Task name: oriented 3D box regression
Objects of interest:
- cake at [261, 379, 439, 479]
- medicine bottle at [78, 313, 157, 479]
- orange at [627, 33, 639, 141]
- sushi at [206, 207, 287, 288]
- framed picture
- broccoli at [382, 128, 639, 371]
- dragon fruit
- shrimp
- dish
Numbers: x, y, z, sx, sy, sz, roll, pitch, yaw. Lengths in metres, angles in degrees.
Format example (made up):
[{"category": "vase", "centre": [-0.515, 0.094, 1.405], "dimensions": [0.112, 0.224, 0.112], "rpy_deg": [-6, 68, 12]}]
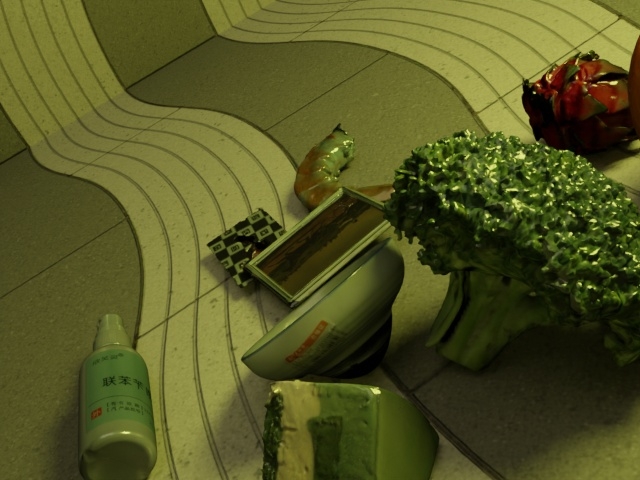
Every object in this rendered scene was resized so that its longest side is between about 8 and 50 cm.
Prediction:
[{"category": "cake", "centre": [0.001, 0.284, 0.773], "dimensions": [0.158, 0.172, 0.283], "rpy_deg": [-6, 41, 34]}, {"category": "medicine bottle", "centre": [-0.331, 0.232, 1.135], "dimensions": [0.110, 0.110, 0.352], "rpy_deg": [-29, 32, -1]}, {"category": "orange", "centre": [0.587, -0.182, 0.845], "dimensions": [0.424, 0.326, 0.424], "rpy_deg": [-5, 47, 6]}, {"category": "sushi", "centre": [-0.125, 0.019, 1.354], "dimensions": [0.139, 0.031, 0.201], "rpy_deg": [-34, 36, -10]}, {"category": "framed picture", "centre": [0.000, 0.000, 1.226], "dimensions": [0.252, 0.014, 0.197], "rpy_deg": [-40, 33, -13]}, {"category": "broccoli", "centre": [0.256, 0.011, 0.872], "dimensions": [0.375, 0.302, 0.249], "rpy_deg": [28, 60, 9]}, {"category": "dragon fruit", "centre": [0.433, -0.221, 1.154], "dimensions": [0.189, 0.182, 0.182], "rpy_deg": [-28, 28, 35]}, {"category": "shrimp", "centre": [0.040, -0.124, 1.397], "dimensions": [0.185, 0.068, 0.287], "rpy_deg": [-37, 36, -10]}, {"category": "dish", "centre": [0.032, 0.130, 1.001], "dimensions": [0.273, 0.134, 0.273], "rpy_deg": [-38, 0, 0]}]
